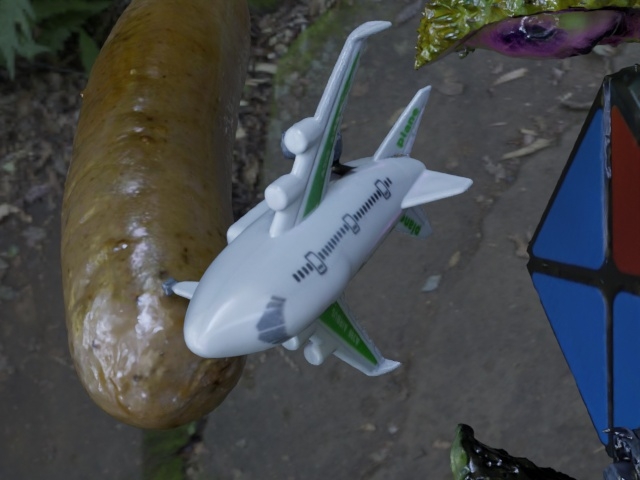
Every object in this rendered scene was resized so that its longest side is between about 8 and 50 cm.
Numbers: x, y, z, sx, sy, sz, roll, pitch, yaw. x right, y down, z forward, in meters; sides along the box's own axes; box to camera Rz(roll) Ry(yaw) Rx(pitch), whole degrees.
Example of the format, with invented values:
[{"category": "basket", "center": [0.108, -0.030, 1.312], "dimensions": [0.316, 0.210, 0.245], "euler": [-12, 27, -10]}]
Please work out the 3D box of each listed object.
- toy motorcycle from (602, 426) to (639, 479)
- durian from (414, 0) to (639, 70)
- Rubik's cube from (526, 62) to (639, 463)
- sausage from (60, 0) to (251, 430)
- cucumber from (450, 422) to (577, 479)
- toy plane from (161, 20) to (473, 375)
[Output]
[{"category": "toy motorcycle", "center": [0.173, 0.178, 0.391], "dimensions": [0.090, 0.263, 0.157], "euler": [-14, 99, 0]}, {"category": "durian", "center": [0.157, -0.176, 0.620], "dimensions": [0.186, 0.108, 0.119], "euler": [-6, 99, -7]}, {"category": "Rubik's cube", "center": [0.342, 0.022, 0.776], "dimensions": [0.248, 0.249, 0.246], "euler": [106, 157, -48]}, {"category": "sausage", "center": [-0.121, -0.076, 0.748], "dimensions": [0.501, 0.136, 0.123], "euler": [-94, 13, -45]}, {"category": "cucumber", "center": [0.211, 0.195, 0.595], "dimensions": [0.303, 0.072, 0.081], "euler": [20, 91, -6]}, {"category": "toy plane", "center": [-0.004, -0.001, 0.605], "dimensions": [0.101, 0.255, 0.251], "euler": [17, 126, 34]}]
